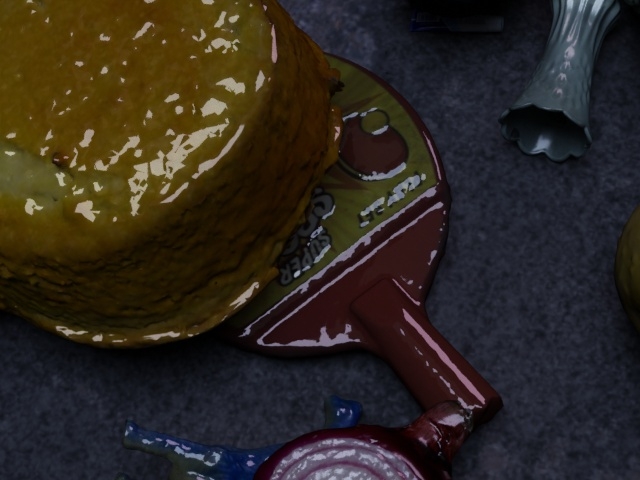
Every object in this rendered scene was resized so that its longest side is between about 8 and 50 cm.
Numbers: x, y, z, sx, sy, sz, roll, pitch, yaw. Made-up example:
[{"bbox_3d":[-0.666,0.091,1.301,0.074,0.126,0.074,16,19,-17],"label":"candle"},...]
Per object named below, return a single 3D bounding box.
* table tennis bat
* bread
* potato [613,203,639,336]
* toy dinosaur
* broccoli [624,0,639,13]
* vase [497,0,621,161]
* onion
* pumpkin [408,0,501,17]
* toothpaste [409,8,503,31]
[{"bbox_3d":[0.000,0.000,1.261,0.268,0.051,0.414,-36,65,-8],"label":"table tennis bat"},{"bbox_3d":[-0.172,-0.102,1.208,0.358,0.204,0.337,21,66,22],"label":"bread"},{"bbox_3d":[0.340,0.039,1.124,0.242,0.242,0.285,-15,72,-1],"label":"potato"},{"bbox_3d":[-0.071,0.225,1.160,0.188,0.075,0.247,7,61,-2],"label":"toy dinosaur"},{"bbox_3d":[0.382,-0.270,1.244,0.281,0.348,0.293,-14,109,-10],"label":"broccoli"},{"bbox_3d":[0.209,-0.150,1.290,0.081,0.081,0.148,15,65,12],"label":"vase"},{"bbox_3d":[0.046,0.206,1.125,0.173,0.135,0.198,38,61,19],"label":"onion"},{"bbox_3d":[0.138,-0.279,1.296,0.194,0.150,0.194,-19,31,12],"label":"pumpkin"},{"bbox_3d":[0.121,-0.196,1.353,0.083,0.015,0.024,4,68,14],"label":"toothpaste"}]
